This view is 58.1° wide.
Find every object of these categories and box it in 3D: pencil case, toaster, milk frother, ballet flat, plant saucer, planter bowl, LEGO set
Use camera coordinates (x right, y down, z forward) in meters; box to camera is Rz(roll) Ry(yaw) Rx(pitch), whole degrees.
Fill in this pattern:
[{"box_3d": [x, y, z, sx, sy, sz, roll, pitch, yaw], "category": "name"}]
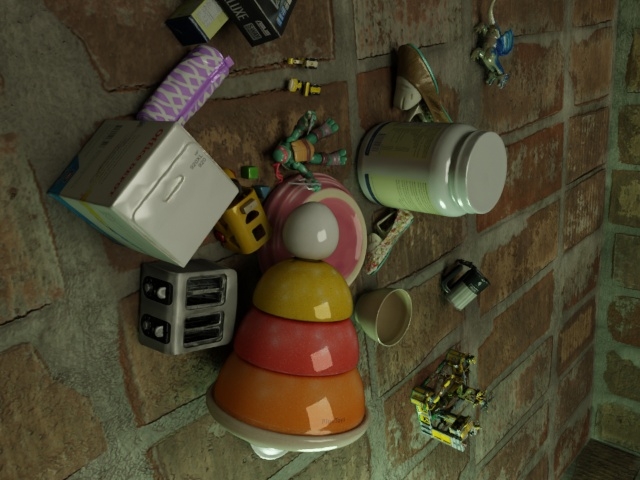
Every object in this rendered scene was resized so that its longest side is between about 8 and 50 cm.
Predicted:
[{"box_3d": [-0.254, -0.273, 1.078, 0.206, 0.088, 0.086, -60, 137, -19], "category": "pencil case"}, {"box_3d": [-0.259, 0.129, 1.152, 0.186, 0.110, 0.167, -2, 102, -46], "category": "toaster"}, {"box_3d": [0.481, 0.142, 1.951, 0.135, 0.129, 0.143, -45, 172, 15], "category": "milk frother"}, {"box_3d": [0.173, -0.008, 1.610, 0.077, 0.091, 0.241, 44, 59, -10], "category": "ballet flat"}, {"box_3d": [0.000, 0.000, 1.383, 0.332, 0.084, 0.331, -2, 93, -44], "category": "plant saucer"}, {"box_3d": [0.273, -0.378, 1.610, 0.124, 0.116, 0.342, -44, 135, -6], "category": "ballet flat"}, {"box_3d": [0.165, 0.204, 1.615, 0.162, 0.109, 0.161, -12, 108, -45], "category": "planter bowl"}, {"box_3d": [0.477, 0.543, 1.962, 0.331, 0.192, 0.254, -27, 118, -40], "category": "LEGO set"}]

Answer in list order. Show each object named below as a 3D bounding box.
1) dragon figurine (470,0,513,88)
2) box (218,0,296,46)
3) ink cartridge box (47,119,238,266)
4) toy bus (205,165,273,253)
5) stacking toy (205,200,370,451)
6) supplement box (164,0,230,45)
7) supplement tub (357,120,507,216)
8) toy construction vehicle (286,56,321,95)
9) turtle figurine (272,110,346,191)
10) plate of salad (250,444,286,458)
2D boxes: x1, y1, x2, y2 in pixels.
[{"box_3d": [0.559, -0.637, 1.846, 0.144, 0.085, 0.288, -6, 104, -46], "category": "dragon figurine"}, {"box_3d": [-0.125, -0.565, 1.093, 0.242, 0.077, 0.307, 49, 47, -41], "category": "box"}, {"box_3d": [-0.297, -0.085, 0.970, 0.168, 0.233, 0.171, 49, 65, -41], "category": "ink cartridge box"}, {"box_3d": [-0.175, -0.070, 1.196, 0.202, 0.105, 0.190, 11, 91, -48], "category": "toy bus"}, {"box_3d": [-0.034, 0.157, 1.208, 0.351, 0.351, 0.479, 4, 99, -47], "category": "stacking toy"}, {"box_3d": [-0.227, -0.415, 1.075, 0.083, 0.083, 0.056, -56, 133, -21], "category": "supplement box"}, {"box_3d": [0.284, -0.187, 1.488, 0.236, 0.325, 0.235, -14, 109, -44], "category": "supplement tub"}, {"box_3d": [-0.041, -0.376, 1.322, 0.098, 0.035, 0.085, -13, 120, -41], "category": "toy construction vehicle"}, {"box_3d": [-0.033, -0.205, 1.304, 0.234, 0.118, 0.175, -27, 119, -53], "category": "turtle figurine"}, {"box_3d": [-0.112, 0.436, 1.426, 0.200, 0.048, 0.199, 2, 88, -49], "category": "plate of salad"}]
